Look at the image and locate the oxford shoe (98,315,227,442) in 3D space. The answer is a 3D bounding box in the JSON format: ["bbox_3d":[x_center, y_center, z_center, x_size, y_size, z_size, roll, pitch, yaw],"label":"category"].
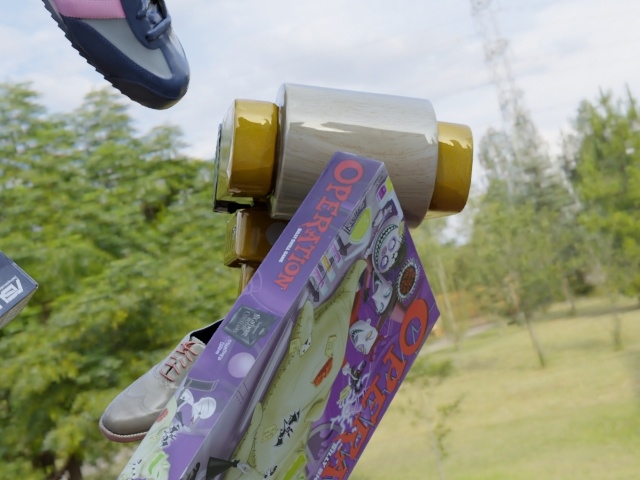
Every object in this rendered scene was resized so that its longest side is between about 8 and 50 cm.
[{"bbox_3d":[-0.259,0.234,1.806,0.123,0.130,0.348,30,45,29],"label":"oxford shoe"}]

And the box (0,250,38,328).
[{"bbox_3d":[-0.696,0.088,1.578,0.097,0.318,0.395,-46,2,37],"label":"box"}]

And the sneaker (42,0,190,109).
[{"bbox_3d":[-0.197,-0.267,0.927,0.131,0.319,0.112,-20,31,28],"label":"sneaker"}]

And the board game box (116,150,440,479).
[{"bbox_3d":[-0.026,0.130,0.728,0.056,0.347,0.208,19,-27,27],"label":"board game box"}]

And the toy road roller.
[{"bbox_3d":[0.000,0.000,0.944,0.202,0.241,0.329,5,-5,-10],"label":"toy road roller"}]
